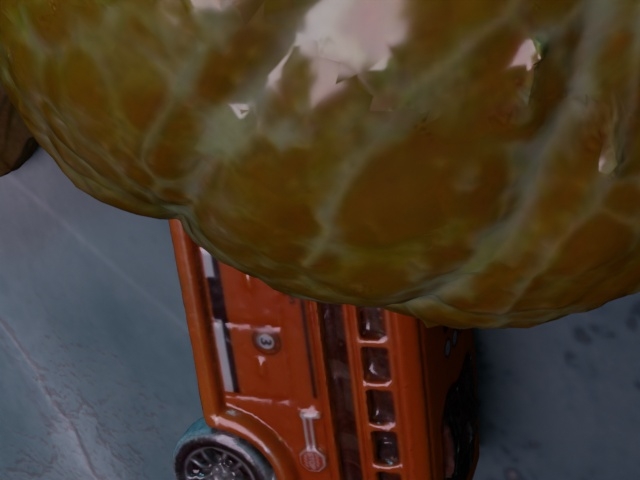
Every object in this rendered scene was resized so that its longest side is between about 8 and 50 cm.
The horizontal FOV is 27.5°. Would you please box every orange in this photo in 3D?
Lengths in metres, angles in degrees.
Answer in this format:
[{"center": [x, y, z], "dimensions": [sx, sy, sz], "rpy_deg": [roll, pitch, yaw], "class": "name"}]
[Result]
[{"center": [0.033, -0.124, 0.448], "dimensions": [0.329, 0.329, 0.249], "rpy_deg": [45, 150, 5], "class": "orange"}]

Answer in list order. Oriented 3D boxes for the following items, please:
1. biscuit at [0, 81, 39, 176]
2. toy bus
[{"center": [-0.222, -0.120, 0.809], "dimensions": [0.320, 0.047, 0.183], "rpy_deg": [12, 124, 27], "class": "biscuit"}, {"center": [0.000, 0.000, 0.666], "dimensions": [0.153, 0.143, 0.329], "rpy_deg": [3, 116, 22], "class": "toy bus"}]
